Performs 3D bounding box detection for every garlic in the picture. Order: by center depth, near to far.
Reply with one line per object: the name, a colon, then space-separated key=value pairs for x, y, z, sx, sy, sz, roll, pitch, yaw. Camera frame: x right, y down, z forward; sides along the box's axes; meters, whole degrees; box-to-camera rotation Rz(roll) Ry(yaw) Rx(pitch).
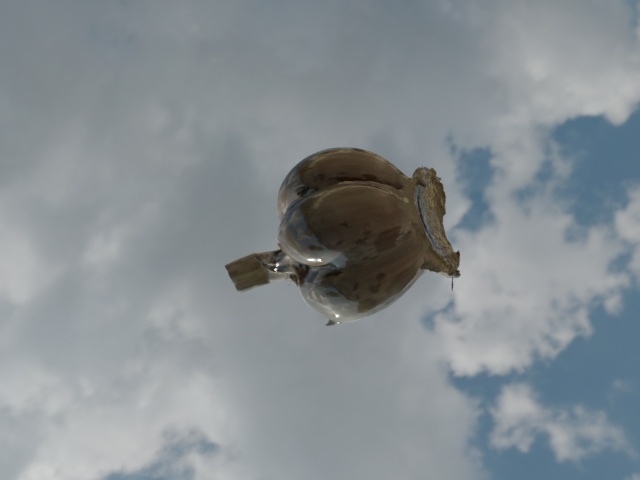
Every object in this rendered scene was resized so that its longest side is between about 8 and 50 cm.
garlic: x=0.000 y=0.000 z=0.779 sx=0.127 sy=0.194 sz=0.131 roll=-4 pitch=-94 yaw=-59
